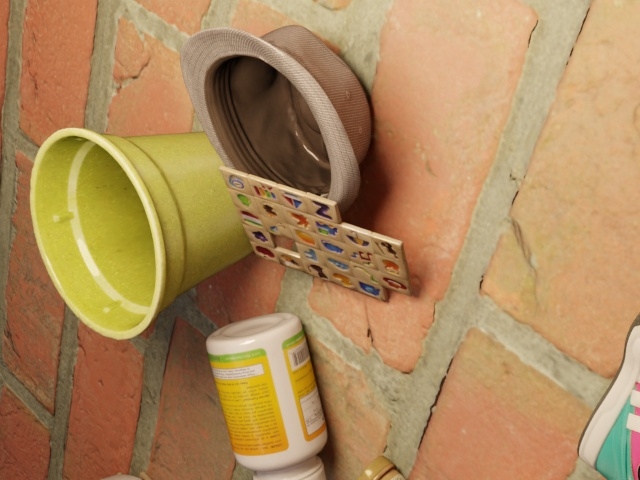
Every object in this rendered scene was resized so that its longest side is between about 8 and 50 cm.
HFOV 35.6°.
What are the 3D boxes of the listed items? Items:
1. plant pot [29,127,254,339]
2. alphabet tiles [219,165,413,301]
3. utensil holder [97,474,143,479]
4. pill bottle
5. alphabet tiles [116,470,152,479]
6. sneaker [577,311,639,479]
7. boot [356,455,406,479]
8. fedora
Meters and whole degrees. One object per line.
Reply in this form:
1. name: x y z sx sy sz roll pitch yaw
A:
1. plant pot: -0.204 -0.037 1.338 0.276 0.254 0.276 17 116 39
2. alphabet tiles: 0.000 0.000 1.225 0.237 0.009 0.198 19 152 22
3. utensil holder: -0.457 0.599 1.691 0.327 0.385 0.328 6 100 41
4. pill bottle: -0.067 0.236 1.392 0.136 0.136 0.246 -5 102 45
5. alphabet tiles: -0.281 0.594 1.833 0.342 0.011 0.285 38 129 29
6. sneaker: 0.366 0.163 0.941 0.178 0.124 0.295 41 138 33
7. boot: 0.130 0.449 1.316 0.269 0.089 0.236 39 130 26
8. fedora: -0.032 -0.158 1.198 0.243 0.124 0.275 -4 122 50
